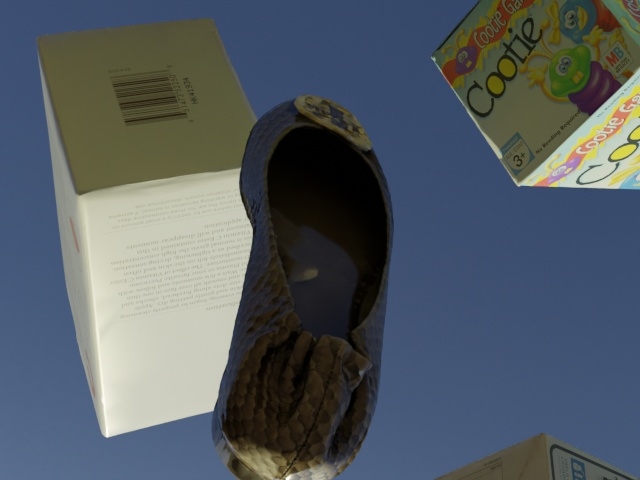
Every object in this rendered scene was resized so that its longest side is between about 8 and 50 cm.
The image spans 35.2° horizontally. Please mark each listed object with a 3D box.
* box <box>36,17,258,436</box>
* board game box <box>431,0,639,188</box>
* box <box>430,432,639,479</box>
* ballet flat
[{"bbox_3d":[-0.160,-0.006,0.979,0.168,0.345,0.215,-10,-130,-18],"label":"box"},{"bbox_3d":[0.254,-0.139,0.847,0.144,0.275,0.142,-48,-122,36],"label":"board game box"},{"bbox_3d":[0.185,0.237,0.677,0.169,0.290,0.087,-34,-139,37],"label":"box"},{"bbox_3d":[0.000,0.000,0.445,0.084,0.250,0.058,22,-54,-10],"label":"ballet flat"}]
